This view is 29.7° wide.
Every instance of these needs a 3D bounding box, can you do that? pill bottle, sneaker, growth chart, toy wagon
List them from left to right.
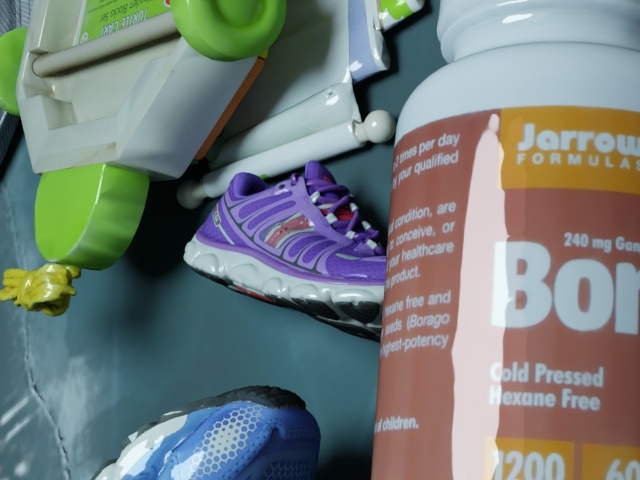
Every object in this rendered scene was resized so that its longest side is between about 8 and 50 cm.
[{"bbox_3d":[-0.106,-0.126,0.665,0.267,0.068,0.345,-2,76,55],"label":"toy wagon"},{"bbox_3d":[-0.039,0.223,0.492,0.147,0.129,0.330,12,93,36],"label":"sneaker"},{"bbox_3d":[-0.008,-0.142,0.633,0.172,0.021,0.237,-9,71,41],"label":"growth chart"},{"bbox_3d":[0.000,0.000,0.550,0.170,0.068,0.071,17,83,45],"label":"sneaker"},{"bbox_3d":[0.083,0.008,0.428,0.121,0.121,0.216,-8,72,42],"label":"pill bottle"}]

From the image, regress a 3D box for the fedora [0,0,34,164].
[{"bbox_3d":[-0.309,-0.128,0.840,0.243,0.124,0.276,10,84,44],"label":"fedora"}]
